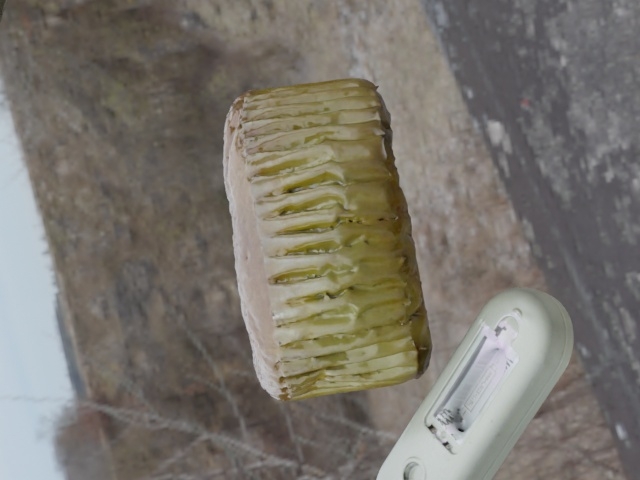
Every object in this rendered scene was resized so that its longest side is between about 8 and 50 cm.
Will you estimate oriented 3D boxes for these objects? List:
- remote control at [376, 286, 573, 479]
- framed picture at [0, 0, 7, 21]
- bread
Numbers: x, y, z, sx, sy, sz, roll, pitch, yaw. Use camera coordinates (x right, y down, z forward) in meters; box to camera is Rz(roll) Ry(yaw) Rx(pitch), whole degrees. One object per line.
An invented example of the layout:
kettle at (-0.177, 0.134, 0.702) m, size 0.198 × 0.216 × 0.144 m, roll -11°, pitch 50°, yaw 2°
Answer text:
remote control at (0.108, 0.132, 0.833) m, size 0.221 × 0.042 × 0.078 m, roll -59°, pitch 44°, yaw 14°
framed picture at (-0.219, -0.279, 0.618) m, size 0.211 × 0.020 × 0.289 m, roll 38°, pitch 124°, yaw 11°
bread at (0.000, 0.000, 0.908) m, size 0.227 × 0.142 × 0.253 m, roll 51°, pitch -152°, yaw -88°
